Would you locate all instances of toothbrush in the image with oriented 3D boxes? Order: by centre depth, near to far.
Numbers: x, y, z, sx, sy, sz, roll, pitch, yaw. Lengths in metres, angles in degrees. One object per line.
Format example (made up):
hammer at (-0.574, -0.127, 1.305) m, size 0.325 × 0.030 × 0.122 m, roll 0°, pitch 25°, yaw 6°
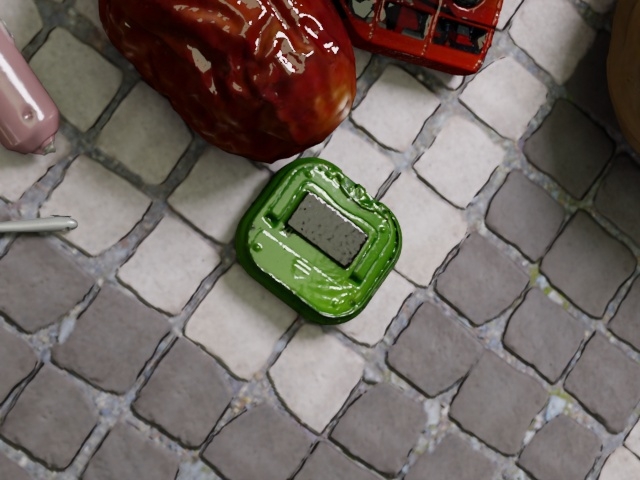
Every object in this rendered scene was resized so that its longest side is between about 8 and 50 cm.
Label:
toothbrush at (-0.309, -0.014, 0.973) m, size 0.204 × 0.017 × 0.022 m, roll -2°, pitch 76°, yaw -15°

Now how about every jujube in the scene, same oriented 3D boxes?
jujube at (-0.077, -0.179, 0.969) m, size 0.174 × 0.174 × 0.250 m, roll -41°, pitch 91°, yaw -14°

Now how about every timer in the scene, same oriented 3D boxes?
timer at (0.000, 0.000, 1.043) m, size 0.140 × 0.047 × 0.128 m, roll 38°, pitch 77°, yaw -10°

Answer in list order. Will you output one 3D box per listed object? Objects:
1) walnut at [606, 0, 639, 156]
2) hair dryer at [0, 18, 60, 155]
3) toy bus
walnut at (0.429, -0.203, 1.057) m, size 0.306 × 0.306 × 0.343 m, roll 18°, pitch 88°, yaw -14°
hair dryer at (-0.307, -0.229, 0.951) m, size 0.210 × 0.125 × 0.352 m, roll -37°, pitch 106°, yaw -16°
toy bus at (0.064, -0.218, 1.061) m, size 0.195 × 0.081 × 0.089 m, roll 14°, pitch 92°, yaw -15°
